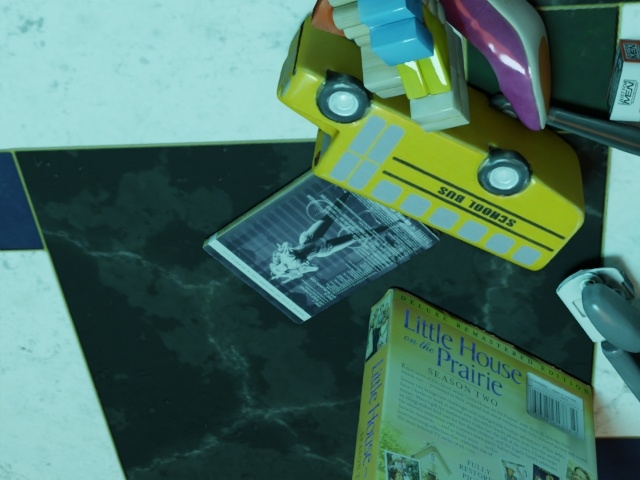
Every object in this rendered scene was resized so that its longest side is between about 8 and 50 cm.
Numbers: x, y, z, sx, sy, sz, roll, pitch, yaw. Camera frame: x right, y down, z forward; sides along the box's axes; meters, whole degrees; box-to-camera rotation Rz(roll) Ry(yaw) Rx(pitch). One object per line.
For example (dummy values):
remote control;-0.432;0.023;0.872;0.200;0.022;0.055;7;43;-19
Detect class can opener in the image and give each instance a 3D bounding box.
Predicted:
can opener;0.367;0.138;1.384;0.076;0.095;0.283;-24;125;26

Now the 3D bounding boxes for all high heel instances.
high heel;0.144;-0.198;1.125;0.117;0.082;0.244;-5;137;25

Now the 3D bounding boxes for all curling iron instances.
curling iron;0.354;-0.106;1.210;0.274;0.035;0.068;11;119;-1

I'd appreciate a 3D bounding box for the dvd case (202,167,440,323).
dvd case;0.000;0.000;1.353;0.221;0.018;0.164;-33;122;29

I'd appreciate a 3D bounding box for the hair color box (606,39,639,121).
hair color box;0.358;-0.152;1.160;0.141;0.043;0.072;4;132;1

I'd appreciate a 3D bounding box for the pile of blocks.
pile of blocks;0.018;-0.245;0.993;0.112;0.149;0.362;-11;111;25

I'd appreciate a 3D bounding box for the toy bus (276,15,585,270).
toy bus;0.108;-0.097;1.196;0.332;0.108;0.130;23;132;-14

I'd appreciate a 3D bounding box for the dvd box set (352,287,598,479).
dvd box set;0.176;0.279;1.313;0.307;0.420;0.062;27;132;-18
